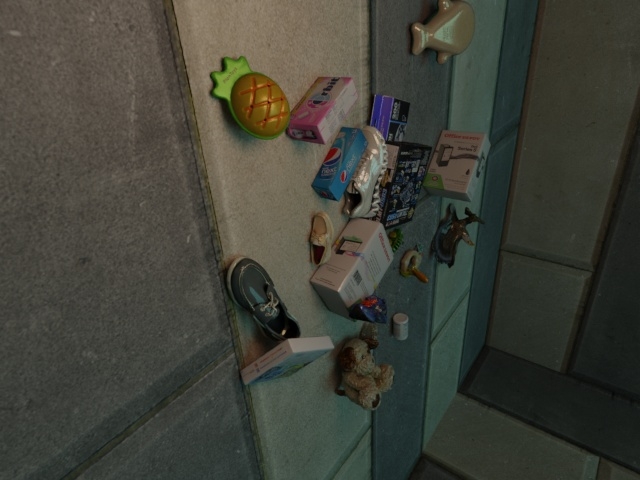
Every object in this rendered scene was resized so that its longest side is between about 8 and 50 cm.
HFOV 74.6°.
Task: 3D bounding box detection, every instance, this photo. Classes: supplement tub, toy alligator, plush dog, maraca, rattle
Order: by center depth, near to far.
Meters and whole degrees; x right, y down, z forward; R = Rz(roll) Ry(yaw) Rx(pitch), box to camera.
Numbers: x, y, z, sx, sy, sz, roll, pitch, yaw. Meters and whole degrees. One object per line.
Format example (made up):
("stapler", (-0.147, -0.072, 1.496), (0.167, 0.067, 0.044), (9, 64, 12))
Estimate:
("maraca", (-0.141, -0.295, 0.876), (0.185, 0.099, 0.127), (41, 72, -28))
("plush dog", (0.143, 0.477, 1.571), (0.262, 0.210, 0.226), (-13, 96, -61))
("toy alligator", (0.305, -0.010, 1.673), (0.190, 0.051, 0.056), (-55, 143, -25))
("rattle", (0.450, 0.093, 1.857), (0.199, 0.142, 0.130), (-26, 106, -40))
("supplement tub", (0.365, 0.392, 1.916), (0.071, 0.070, 0.107), (-37, 133, -42))

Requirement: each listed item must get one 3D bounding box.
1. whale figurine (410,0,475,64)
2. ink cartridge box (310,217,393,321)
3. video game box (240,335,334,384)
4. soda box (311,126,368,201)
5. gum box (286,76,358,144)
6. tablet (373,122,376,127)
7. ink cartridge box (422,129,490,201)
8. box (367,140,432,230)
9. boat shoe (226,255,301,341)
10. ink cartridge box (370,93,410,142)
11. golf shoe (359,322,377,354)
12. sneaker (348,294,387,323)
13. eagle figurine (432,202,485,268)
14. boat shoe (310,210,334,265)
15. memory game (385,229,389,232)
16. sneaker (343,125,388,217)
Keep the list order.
("whale figurine", (0.409, -0.732, 1.472), (0.271, 0.141, 0.217), (-25, 127, -18))
("ink cartridge box", (0.113, 0.091, 1.381), (0.278, 0.117, 0.201), (-55, 143, -23))
("video game box", (-0.088, 0.330, 1.168), (0.187, 0.048, 0.205), (-39, 153, 20))
("soda box", (0.058, -0.222, 1.214), (0.210, 0.067, 0.071), (-64, 145, -15))
("gum box", (0.001, -0.325, 1.052), (0.189, 0.107, 0.062), (-58, 143, -22))
("tablet", (0.167, -0.341, 1.374), (0.083, 0.006, 0.054), (-50, 140, -30))
("ink cartridge box", (0.588, -0.325, 1.812), (0.114, 0.198, 0.273), (29, 80, -54))
("box", (0.278, -0.195, 1.480), (0.295, 0.073, 0.294), (-17, 125, -54))
("boat shoe", (-0.132, 0.160, 1.075), (0.116, 0.098, 0.320), (-52, 141, -29))
("ink cartridge box", (0.228, -0.371, 1.406), (0.208, 0.045, 0.207), (-16, 119, -54))
("golf shoe", (0.192, 0.410, 1.700), (0.086, 0.069, 0.177), (-25, 129, -73))
("sneaker", (0.153, 0.214, 1.335), (0.221, 0.083, 0.087), (24, 72, -62))
("eagle figurine", (0.688, -0.020, 2.142), (0.226, 0.225, 0.298), (37, 106, -14))
("boat shoe", (0.000, 0.000, 1.230), (0.059, 0.062, 0.170), (-39, 134, -48))
("memory game", (0.259, -0.117, 1.598), (0.186, 0.012, 0.186), (-28, 126, -47))
("sneaker", (0.132, -0.205, 1.304), (0.118, 0.110, 0.293), (-15, 116, -42))
